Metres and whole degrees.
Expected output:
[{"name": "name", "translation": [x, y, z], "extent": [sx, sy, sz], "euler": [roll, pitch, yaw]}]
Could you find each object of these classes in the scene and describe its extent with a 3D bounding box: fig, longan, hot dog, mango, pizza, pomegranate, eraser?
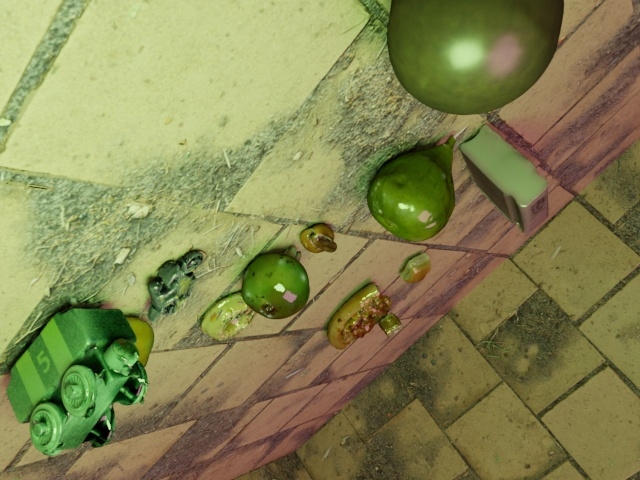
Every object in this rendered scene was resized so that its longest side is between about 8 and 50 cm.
[{"name": "fig", "translation": [0.277, -0.128, 1.500], "extent": [0.314, 0.233, 0.233], "euler": [-25, 154, -14]}, {"name": "longan", "translation": [0.252, -0.364, 0.975], "extent": [0.319, 0.319, 0.319], "euler": [-31, 155, -16]}, {"name": "hot dog", "translation": [-0.002, 0.001, 1.546], "extent": [0.090, 0.060, 0.140], "euler": [-34, 160, 1]}, {"name": "mango", "translation": [-0.458, 0.257, 1.328], "extent": [0.137, 0.091, 0.237], "euler": [-13, 147, -33]}, {"name": "pizza", "translation": [0.155, 0.298, 2.250], "extent": [0.277, 0.114, 0.409], "euler": [-9, 146, -40]}, {"name": "pomegranate", "translation": [-0.106, 0.097, 1.471], "extent": [0.180, 0.180, 0.210], "euler": [109, 2, -51]}, {"name": "eraser", "translation": [0.581, -0.178, 1.788], "extent": [0.122, 0.272, 0.359], "euler": [-43, 158, 7]}]

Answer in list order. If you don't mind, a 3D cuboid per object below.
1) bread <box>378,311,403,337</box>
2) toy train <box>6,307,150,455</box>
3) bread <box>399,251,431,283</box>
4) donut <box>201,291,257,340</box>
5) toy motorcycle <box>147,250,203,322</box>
[{"name": "bread", "translation": [0.276, 0.331, 2.246], "extent": [0.083, 0.070, 0.077], "euler": [-35, 158, -1]}, {"name": "toy train", "translation": [-0.484, 0.277, 1.138], "extent": [0.299, 0.238, 0.167], "euler": [-47, 154, 15]}, {"name": "bread", "translation": [0.376, 0.115, 2.253], "extent": [0.106, 0.082, 0.125], "euler": [-29, 159, -34]}, {"name": "donut", "translation": [-0.244, 0.209, 1.568], "extent": [0.174, 0.068, 0.174], "euler": [-30, 154, -16]}, {"name": "toy motorcycle", "translation": [-0.332, 0.104, 1.262], "extent": [0.124, 0.061, 0.193], "euler": [-13, 141, -55]}]
